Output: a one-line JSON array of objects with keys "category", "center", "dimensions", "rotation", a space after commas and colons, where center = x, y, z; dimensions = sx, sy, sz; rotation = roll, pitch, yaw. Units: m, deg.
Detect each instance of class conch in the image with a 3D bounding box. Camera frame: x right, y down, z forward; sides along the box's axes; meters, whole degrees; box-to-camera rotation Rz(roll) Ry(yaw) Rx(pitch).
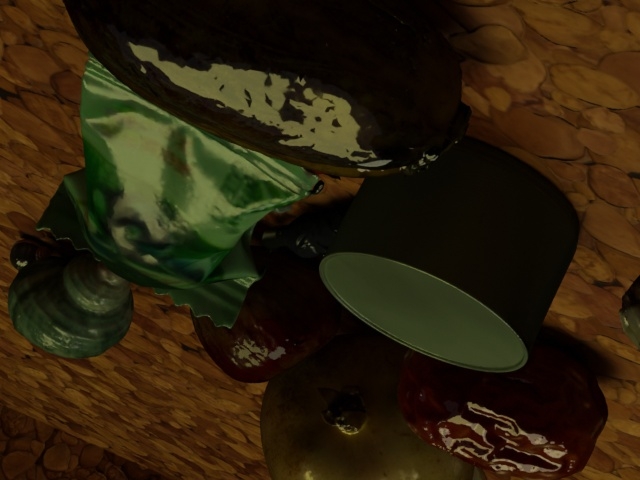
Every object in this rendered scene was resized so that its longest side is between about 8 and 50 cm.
[{"category": "conch", "center": [-0.384, 0.100, 2.392], "dimensions": [0.220, 0.195, 0.277], "rotation": [-3, 155, -39]}]

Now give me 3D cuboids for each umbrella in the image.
[{"category": "umbrella", "center": [-0.006, -0.003, 1.786], "dimensions": [0.071, 0.071, 0.248], "rotation": [39, 156, -27]}]

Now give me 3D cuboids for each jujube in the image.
[{"category": "jujube", "center": [0.215, 0.191, 1.819], "dimensions": [0.250, 0.174, 0.174], "rotation": [23, 159, 15]}]

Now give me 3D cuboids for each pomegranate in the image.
[{"category": "pomegranate", "center": [0.060, 0.263, 2.031], "dimensions": [0.319, 0.319, 0.319], "rotation": [25, 160, 10]}]

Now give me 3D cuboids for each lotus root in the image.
[{"category": "lotus root", "center": [-0.061, -0.169, 1.290], "dimensions": [0.397, 0.179, 0.196], "rotation": [27, 158, 0]}]

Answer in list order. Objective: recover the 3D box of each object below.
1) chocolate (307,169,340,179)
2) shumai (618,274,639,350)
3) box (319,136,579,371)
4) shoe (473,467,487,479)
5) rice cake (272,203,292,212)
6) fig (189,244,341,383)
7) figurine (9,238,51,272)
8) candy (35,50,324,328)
[{"category": "chocolate", "center": [-0.042, -0.113, 1.624], "dimensions": [0.086, 0.028, 0.182], "rotation": [10, 156, 28]}, {"category": "shumai", "center": [0.384, 0.074, 1.396], "dimensions": [0.218, 0.184, 0.185], "rotation": [35, -163, -51]}, {"category": "box", "center": [0.132, 0.013, 1.525], "dimensions": [0.226, 0.149, 0.226], "rotation": [25, 160, 10]}, {"category": "shoe", "center": [0.138, 0.294, 2.255], "dimensions": [0.316, 0.124, 0.159], "rotation": [31, 153, -7]}, {"category": "rice cake", "center": [-0.132, -0.099, 1.755], "dimensions": [0.124, 0.038, 0.211], "rotation": [7, 151, 44]}, {"category": "fig", "center": [-0.115, 0.062, 1.953], "dimensions": [0.290, 0.190, 0.190], "rotation": [34, 162, 13]}, {"category": "figurine", "center": [-0.472, 0.040, 2.512], "dimensions": [0.072, 0.054, 0.129], "rotation": [17, 160, 8]}, {"category": "candy", "center": [-0.146, -0.060, 1.575], "dimensions": [0.263, 0.172, 0.398], "rotation": [23, 159, -5]}]
